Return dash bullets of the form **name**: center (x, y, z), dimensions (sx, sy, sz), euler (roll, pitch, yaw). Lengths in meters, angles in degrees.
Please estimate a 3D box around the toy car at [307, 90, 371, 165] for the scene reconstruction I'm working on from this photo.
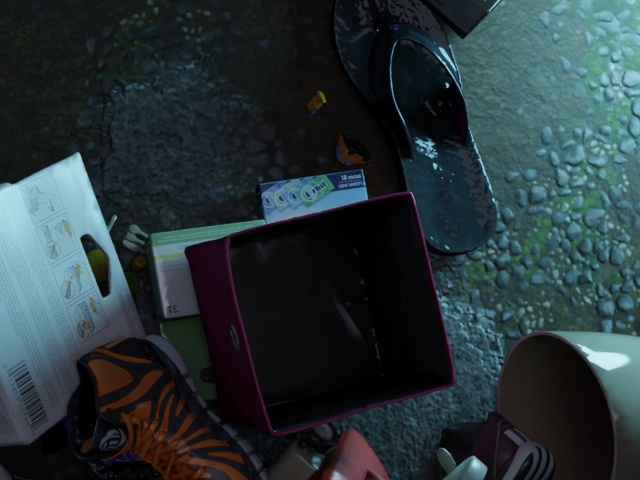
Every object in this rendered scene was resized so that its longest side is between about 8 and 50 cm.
- **toy car**: center (0.025, -0.159, 1.921), dimensions (0.040, 0.060, 0.122), euler (-40, 67, 28)

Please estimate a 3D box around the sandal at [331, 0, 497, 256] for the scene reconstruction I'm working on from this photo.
- **sandal**: center (0.153, -0.198, 1.903), dimensions (0.167, 0.107, 0.446), euler (-20, 83, -15)

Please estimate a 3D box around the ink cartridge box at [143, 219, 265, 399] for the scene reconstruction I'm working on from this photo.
- **ink cartridge box**: center (-0.143, 0.099, 1.816), dimensions (0.171, 0.056, 0.235), euler (-8, 80, -20)

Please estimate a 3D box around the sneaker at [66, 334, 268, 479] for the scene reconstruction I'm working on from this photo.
- **sneaker**: center (-0.202, 0.262, 1.597), dimensions (0.180, 0.124, 0.321), euler (-10, 53, -51)

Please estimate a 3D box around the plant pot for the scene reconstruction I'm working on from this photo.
- **plant pot**: center (0.434, 0.234, 1.829), dimensions (0.274, 0.256, 0.256), euler (-8, 81, -28)

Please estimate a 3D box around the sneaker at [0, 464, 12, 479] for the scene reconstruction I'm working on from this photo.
- **sneaker**: center (-0.507, 0.439, 1.658), dimensions (0.350, 0.131, 0.148), euler (-46, 130, -13)

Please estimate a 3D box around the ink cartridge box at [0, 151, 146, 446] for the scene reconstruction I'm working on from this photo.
- **ink cartridge box**: center (-0.358, 0.069, 1.641), dimensions (0.261, 0.066, 0.296), euler (-37, 113, -53)

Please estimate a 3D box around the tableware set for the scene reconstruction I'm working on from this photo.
- **tableware set**: center (-0.310, 0.009, 1.815), dimensions (0.154, 0.024, 0.104), euler (28, 62, -14)

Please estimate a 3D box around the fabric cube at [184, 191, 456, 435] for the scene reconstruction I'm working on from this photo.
- **fabric cube**: center (-0.011, 0.094, 1.695), dimensions (0.259, 0.258, 0.254), euler (-13, 91, -18)

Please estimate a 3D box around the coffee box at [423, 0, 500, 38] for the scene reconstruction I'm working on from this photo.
- **coffee box**: center (0.182, -0.443, 1.947), dimensions (0.246, 0.098, 0.141), euler (45, 65, 0)

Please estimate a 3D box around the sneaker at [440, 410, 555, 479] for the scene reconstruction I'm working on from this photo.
- **sneaker**: center (0.200, 0.362, 1.829), dimensions (0.106, 0.162, 0.281), euler (22, 108, -44)

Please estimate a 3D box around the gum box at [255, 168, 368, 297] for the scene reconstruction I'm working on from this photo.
- **gum box**: center (0.000, 0.000, 1.875), dimensions (0.157, 0.041, 0.184), euler (-8, 82, -12)

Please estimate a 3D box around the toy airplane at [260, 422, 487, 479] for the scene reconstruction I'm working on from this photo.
- **toy airplane**: center (0.044, 0.430, 1.640), dimensions (0.272, 0.386, 0.384), euler (32, 74, -20)

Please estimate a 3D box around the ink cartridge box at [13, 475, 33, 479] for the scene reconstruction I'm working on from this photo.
- **ink cartridge box**: center (-0.306, 0.350, 1.663), dimensions (0.181, 0.225, 0.056), euler (13, 75, -8)

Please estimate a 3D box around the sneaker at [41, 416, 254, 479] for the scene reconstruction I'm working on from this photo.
- **sneaker**: center (-0.240, 0.286, 1.752), dimensions (0.293, 0.102, 0.146), euler (18, 77, 3)
